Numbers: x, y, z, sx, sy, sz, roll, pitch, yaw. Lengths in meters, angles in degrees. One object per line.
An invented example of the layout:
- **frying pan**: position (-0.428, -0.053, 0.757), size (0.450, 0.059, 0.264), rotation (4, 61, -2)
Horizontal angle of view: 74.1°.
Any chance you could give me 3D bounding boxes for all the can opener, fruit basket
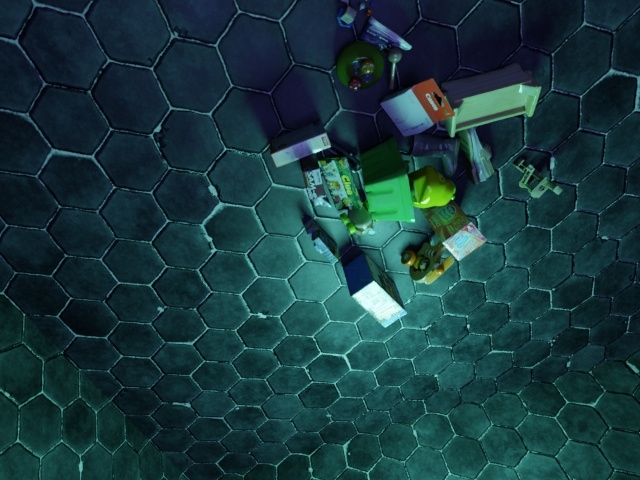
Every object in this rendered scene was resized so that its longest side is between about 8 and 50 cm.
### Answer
- **can opener**: position (0.094, -0.365, 1.797), size (0.186, 0.073, 0.059), rotation (39, 118, -18)
- **fruit basket**: position (0.363, -0.245, 1.727), size (0.393, 0.392, 0.282), rotation (-16, 123, 2)

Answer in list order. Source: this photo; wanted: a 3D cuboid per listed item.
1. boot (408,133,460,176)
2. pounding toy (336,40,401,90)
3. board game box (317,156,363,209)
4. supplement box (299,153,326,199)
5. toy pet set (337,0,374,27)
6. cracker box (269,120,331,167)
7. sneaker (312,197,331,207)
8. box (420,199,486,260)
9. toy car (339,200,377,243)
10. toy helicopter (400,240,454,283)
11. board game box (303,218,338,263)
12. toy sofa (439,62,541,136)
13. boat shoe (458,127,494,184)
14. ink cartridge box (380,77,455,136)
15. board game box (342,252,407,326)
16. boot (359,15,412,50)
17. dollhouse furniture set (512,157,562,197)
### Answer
- **boot**: position (0.489, -0.369, 1.842), size (0.209, 0.076, 0.189), rotation (-5, 109, -14)
- **pounding toy**: position (0.178, -0.626, 1.578), size (0.237, 0.110, 0.182), rotation (2, 138, -3)
- **board game box**: position (0.090, -0.244, 1.847), size (0.136, 0.030, 0.259), rotation (2, 131, 34)
- **supplement box**: position (-0.037, -0.279, 1.722), size (0.073, 0.239, 0.130), rotation (-14, 123, 1)
- **toy pet set**: position (0.113, -0.823, 1.514), size (0.122, 0.065, 0.114), rotation (25, 81, -25)
- **cracker box**: position (-0.085, -0.388, 1.694), size (0.233, 0.155, 0.067), rotation (-21, 123, 6)
- **sneaker**: position (-0.003, -0.167, 1.924), size (0.098, 0.038, 0.069), rotation (40, 112, -18)
- **box**: position (0.593, -0.073, 1.914), size (0.154, 0.299, 0.142), rotation (-38, 120, 17)
- **toy car**: position (0.197, -0.061, 1.969), size (0.155, 0.149, 0.188), rotation (-26, 135, -4)
- **toy helicopter**: position (0.563, 0.068, 2.040), size (0.140, 0.235, 0.355), rotation (29, 114, -24)
- **board game box**: position (0.000, 0.000, 1.965), size (0.060, 0.194, 0.194), rotation (-37, 106, 14)
- **toy sofa**: position (0.667, -0.567, 1.711), size (0.363, 0.177, 0.150), rotation (-15, 144, 0)
- **boat shoe**: position (0.681, -0.384, 1.847), size (0.103, 0.113, 0.302), rotation (-26, 133, 6)
- **ink cartridge box**: position (0.377, -0.512, 1.660), size (0.189, 0.232, 0.066), rotation (44, 67, -29)
- **board game box**: position (0.269, 0.245, 2.114), size (0.141, 0.232, 0.291), rotation (-37, 120, 16)
- **boot**: position (0.241, -0.742, 1.575), size (0.190, 0.069, 0.086), rotation (27, 124, -15)
- **dollhouse furniture set**: position (0.956, -0.267, 1.913), size (0.161, 0.181, 0.101), rotation (27, 115, -24)
